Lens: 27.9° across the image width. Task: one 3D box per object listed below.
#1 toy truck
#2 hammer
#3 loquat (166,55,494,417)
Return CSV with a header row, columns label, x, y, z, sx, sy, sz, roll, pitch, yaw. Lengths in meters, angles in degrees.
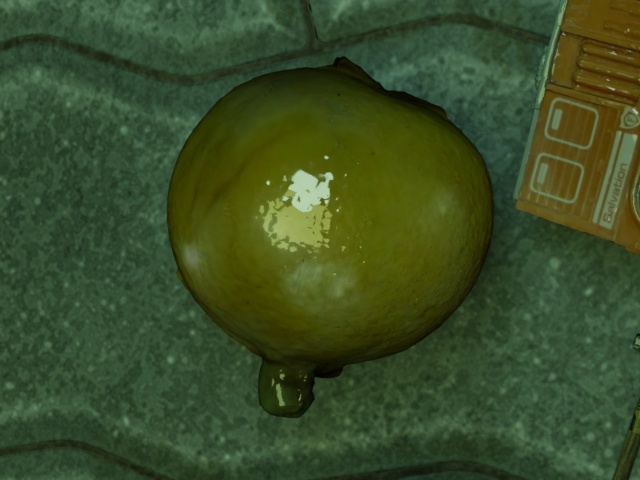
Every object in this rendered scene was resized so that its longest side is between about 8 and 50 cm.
label,x,y,z,sx,sy,sz,roll,pitch,yaw
toy truck,0.323,-0.187,1.240,0.207,0.173,0.387,19,107,23
hammer,0.345,0.192,1.380,0.062,0.017,0.182,16,105,14
loquat,0.000,0.000,1.285,0.328,0.328,0.359,15,89,14
